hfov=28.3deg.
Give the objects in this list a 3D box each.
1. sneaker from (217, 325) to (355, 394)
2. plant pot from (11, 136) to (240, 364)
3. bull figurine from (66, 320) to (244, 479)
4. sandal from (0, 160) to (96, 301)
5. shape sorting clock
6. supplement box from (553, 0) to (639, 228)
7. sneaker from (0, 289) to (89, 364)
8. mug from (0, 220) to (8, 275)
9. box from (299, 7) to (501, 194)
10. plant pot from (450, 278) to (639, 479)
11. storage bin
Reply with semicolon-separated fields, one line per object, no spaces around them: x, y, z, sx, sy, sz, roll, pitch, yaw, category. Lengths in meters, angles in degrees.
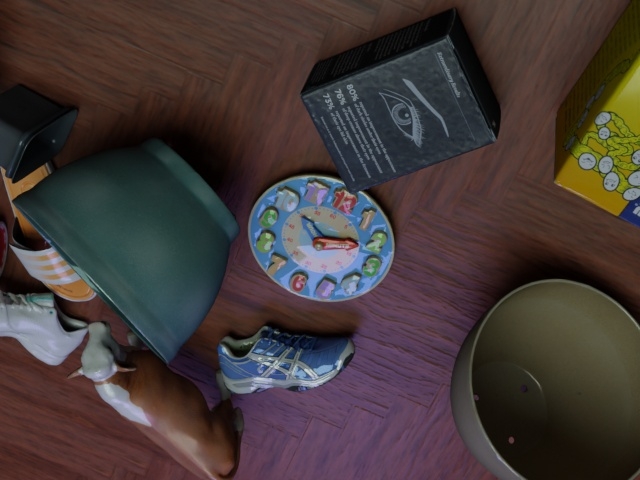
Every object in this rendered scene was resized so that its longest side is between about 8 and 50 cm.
-0.054;0.167;1.825;0.211;0.080;0.081;-12;119;16;sneaker
-0.231;-0.010;1.662;0.196;0.293;0.293;-45;106;-10;plant pot
-0.228;0.218;1.827;0.101;0.188;0.310;-33;108;25;bull figurine
-0.400;-0.013;1.796;0.102;0.076;0.265;-11;117;17;sandal
0.000;0.000;1.742;0.206;0.040;0.206;5;120;9;shape sorting clock
0.441;-0.198;1.448;0.194;0.195;0.356;28;121;-4;supplement box
-0.435;0.102;1.854;0.094;0.080;0.212;-40;132;21;sneaker
-0.547;0.012;1.805;0.169;0.150;0.113;8;107;2;mug
0.102;-0.173;1.583;0.207;0.108;0.153;-18;114;20;box
0.286;0.212;1.698;0.284;0.284;0.191;34;155;-8;plant pot
-0.406;-0.146;1.698;0.091;0.135;0.098;34;122;5;storage bin
